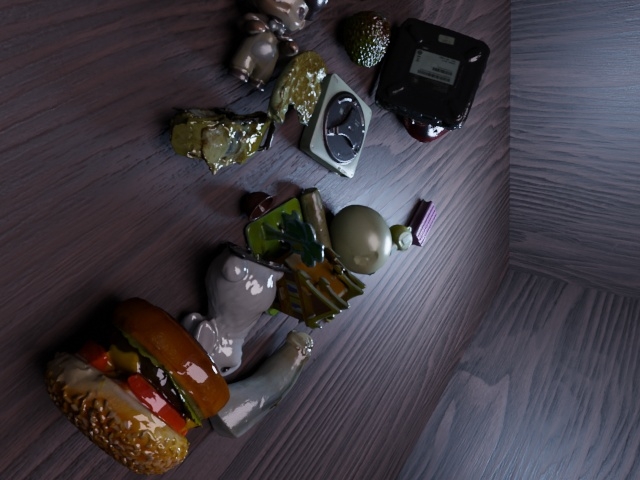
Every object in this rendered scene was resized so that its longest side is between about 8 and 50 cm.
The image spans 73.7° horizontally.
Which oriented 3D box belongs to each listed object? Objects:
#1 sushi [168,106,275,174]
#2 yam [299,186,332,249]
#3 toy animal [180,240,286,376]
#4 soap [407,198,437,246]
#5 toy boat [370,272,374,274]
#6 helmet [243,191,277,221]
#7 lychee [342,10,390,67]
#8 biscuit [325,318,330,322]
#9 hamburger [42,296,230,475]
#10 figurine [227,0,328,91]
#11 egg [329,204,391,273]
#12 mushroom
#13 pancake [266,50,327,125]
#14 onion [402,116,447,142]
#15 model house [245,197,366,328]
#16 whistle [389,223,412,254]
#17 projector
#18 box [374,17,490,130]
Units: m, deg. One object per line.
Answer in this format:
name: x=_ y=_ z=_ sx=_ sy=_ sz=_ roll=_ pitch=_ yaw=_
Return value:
sushi: x=-0.235 y=-0.250 z=1.035 sx=0.290 sy=0.131 sz=0.139 roll=-26 pitch=144 yaw=-53
yam: x=0.000 y=0.000 z=1.435 sx=0.083 sy=0.083 sz=0.372 roll=-38 pitch=126 yaw=-38
toy animal: x=-0.245 y=0.192 z=1.126 sx=0.257 sy=0.193 sz=0.358 roll=23 pitch=91 yaw=-62
soap: x=0.485 y=-0.081 z=2.048 sx=0.203 sy=0.065 sz=0.122 roll=-58 pitch=140 yaw=-21
toy boat: x=0.210 y=0.037 z=1.728 sx=0.097 sy=0.100 sz=0.223 roll=36 pitch=64 yaw=-12
helmet: x=-0.179 y=-0.107 z=1.198 sx=0.111 sy=0.057 sz=0.089 roll=-37 pitch=165 yaw=-46
lychee: x=0.143 y=-0.639 z=1.359 sx=0.171 sy=0.171 sz=0.172 roll=-21 pitch=118 yaw=-47
biscuit: x=0.034 y=0.195 z=1.607 sx=0.139 sy=0.016 sz=0.232 roll=-48 pitch=135 yaw=-33
hamburger: x=-0.369 y=0.303 z=0.878 sx=0.250 sy=0.329 sz=0.330 roll=-43 pitch=132 yaw=-32
figurine: x=-0.108 y=-0.562 z=1.040 sx=0.248 sy=0.203 sz=0.381 roll=16 pitch=102 yaw=-38
egg: x=0.141 y=-0.001 z=1.511 sx=0.219 sy=0.218 sz=0.269 roll=-55 pitch=136 yaw=-25
mushroom: x=-0.169 y=0.439 z=1.343 sx=0.396 sy=0.125 sz=0.178 roll=-31 pitch=116 yaw=-39
pancake: x=-0.055 y=-0.414 z=1.174 sx=0.377 sy=0.054 sz=0.198 roll=-53 pitch=147 yaw=-53
onion: x=0.456 y=-0.554 z=1.742 sx=0.313 sy=0.232 sz=0.314 roll=-27 pitch=141 yaw=-24
model house: x=-0.014 y=0.069 z=1.264 sx=0.242 sy=0.312 sz=0.358 roll=-36 pitch=127 yaw=-43
whistle: x=0.304 y=0.011 z=1.837 sx=0.223 sy=0.123 sz=0.123 roll=-39 pitch=133 yaw=-12
projector: x=0.064 y=-0.368 z=1.403 sx=0.257 sy=0.079 sz=0.260 roll=23 pitch=82 yaw=-52
box: x=0.400 y=-0.603 z=1.548 sx=0.091 sy=0.358 sz=0.351 roll=73 pitch=36 yaw=-85
